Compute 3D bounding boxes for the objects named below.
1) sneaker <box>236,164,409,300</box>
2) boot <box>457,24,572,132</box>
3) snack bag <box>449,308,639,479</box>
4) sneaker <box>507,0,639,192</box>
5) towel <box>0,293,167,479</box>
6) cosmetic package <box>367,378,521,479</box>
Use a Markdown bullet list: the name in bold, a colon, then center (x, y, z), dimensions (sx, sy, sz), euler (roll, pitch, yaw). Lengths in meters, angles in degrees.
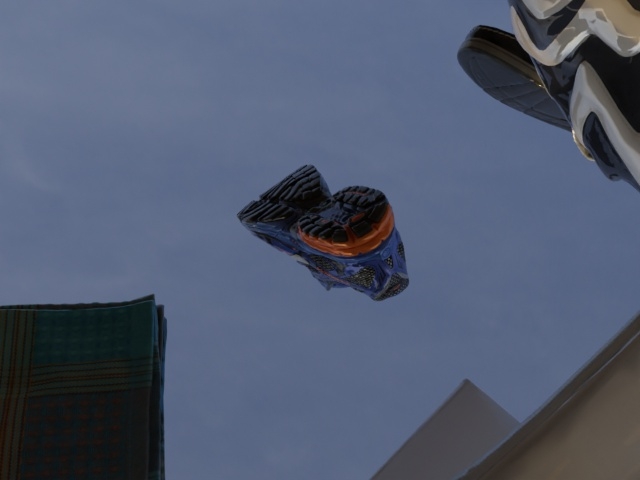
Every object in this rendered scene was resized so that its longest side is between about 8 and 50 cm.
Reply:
- **sneaker**: center (0.000, 0.000, 1.057), dimensions (0.083, 0.087, 0.221), euler (-34, -156, -13)
- **boot**: center (0.247, -0.193, 1.164), dimensions (0.236, 0.085, 0.179), euler (22, -98, -20)
- **snack bag**: center (0.249, 0.149, 0.590), dimensions (0.323, 0.037, 0.342), euler (-41, -87, -19)
- **sneaker**: center (0.211, -0.077, 0.624), dimensions (0.235, 0.153, 0.094), euler (0, -143, 35)
- **towel**: center (-0.328, 0.168, 1.191), dimensions (0.370, 0.040, 0.271), euler (-2, -132, -5)
- **cosmetic package**: center (0.037, 0.273, 0.861), dimensions (0.155, 0.197, 0.365), euler (39, -147, 11)
